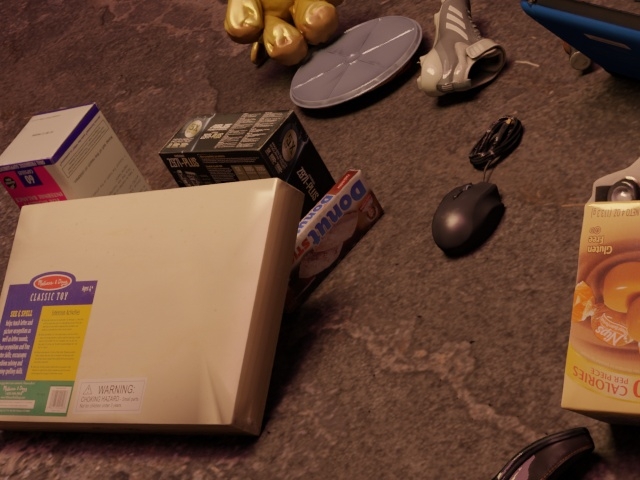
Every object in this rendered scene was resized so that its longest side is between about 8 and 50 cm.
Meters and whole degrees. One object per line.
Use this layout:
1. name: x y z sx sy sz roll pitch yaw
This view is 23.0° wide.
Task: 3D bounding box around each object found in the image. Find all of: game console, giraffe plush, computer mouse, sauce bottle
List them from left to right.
1. giraffe plush: -0.063 -0.331 2.276 0.181 0.170 0.210 -42 74 -9
2. computer mouse: 0.176 -0.072 1.760 0.071 0.041 0.242 -13 33 31
3. sauce bottle: 0.312 -0.247 1.907 0.042 0.042 0.128 -20 33 18
4. game console: 0.408 -0.246 1.694 0.173 0.250 0.293 -61 32 0

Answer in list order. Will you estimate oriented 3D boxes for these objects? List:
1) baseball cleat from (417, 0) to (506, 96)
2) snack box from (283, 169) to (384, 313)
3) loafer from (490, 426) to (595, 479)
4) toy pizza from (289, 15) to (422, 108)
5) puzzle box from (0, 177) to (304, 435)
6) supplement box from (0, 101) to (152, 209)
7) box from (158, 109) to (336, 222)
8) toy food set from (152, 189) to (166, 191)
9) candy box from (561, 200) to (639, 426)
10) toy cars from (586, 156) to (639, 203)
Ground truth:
1. baseball cleat: 0.190 -0.249 2.012 0.109 0.072 0.206 -1 43 21
2. snack box: 0.000 0.000 1.784 0.022 0.064 0.178 6 45 50
3. loafer: 0.167 0.217 1.317 0.170 0.062 0.061 -32 67 -15
4. toy pizza: 0.051 -0.235 2.138 0.201 0.032 0.201 -24 30 15
5. puzzle box: -0.210 0.078 1.747 0.409 0.052 0.272 -4 68 39
6. supplement box: -0.288 -0.047 1.964 0.111 0.220 0.114 -7 38 37
7. box: -0.082 -0.075 1.891 0.180 0.147 0.077 1 42 44
8. toy food set: -0.252 -0.034 2.115 0.078 0.019 0.122 3 43 45
9. candy box: 0.355 0.061 1.257 0.316 0.087 0.183 -1 76 41
10. toy cars: 0.364 -0.069 1.385 0.176 0.087 0.393 3 -4 -7
